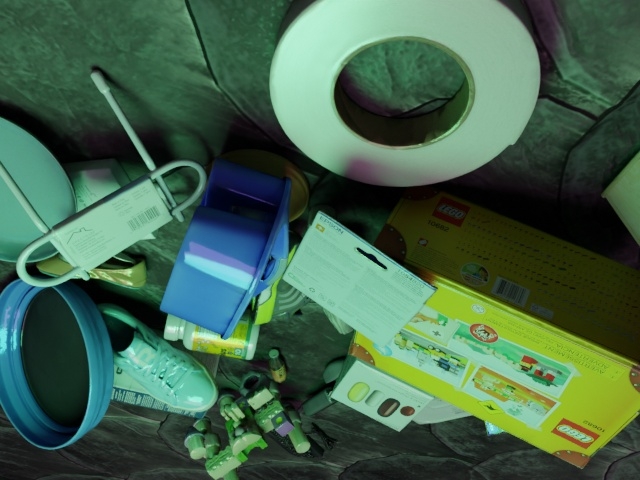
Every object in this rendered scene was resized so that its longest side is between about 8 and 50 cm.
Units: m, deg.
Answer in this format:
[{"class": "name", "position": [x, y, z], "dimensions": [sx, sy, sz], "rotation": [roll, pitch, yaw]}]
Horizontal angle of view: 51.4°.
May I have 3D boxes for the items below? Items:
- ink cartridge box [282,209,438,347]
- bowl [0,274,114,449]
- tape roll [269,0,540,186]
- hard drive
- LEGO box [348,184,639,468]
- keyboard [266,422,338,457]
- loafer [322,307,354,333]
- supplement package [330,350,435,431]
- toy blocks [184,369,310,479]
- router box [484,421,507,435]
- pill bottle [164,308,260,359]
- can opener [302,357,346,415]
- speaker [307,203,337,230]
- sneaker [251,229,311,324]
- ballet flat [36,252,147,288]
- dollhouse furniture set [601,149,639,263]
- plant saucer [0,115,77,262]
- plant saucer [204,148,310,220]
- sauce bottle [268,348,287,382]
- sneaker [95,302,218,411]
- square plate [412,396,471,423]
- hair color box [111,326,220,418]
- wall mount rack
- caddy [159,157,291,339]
[{"class": "ink cartridge box", "position": [0.063, 0.059, 1.095], "dimensions": [0.223, 0.045, 0.224], "rotation": [35, 143, 3]}, {"class": "bowl", "position": [-0.612, 0.270, 1.508], "dimensions": [0.391, 0.391, 0.077], "rotation": [-25, 170, 33]}, {"class": "tape roll", "position": [0.121, -0.232, 0.980], "dimensions": [0.392, 0.072, 0.392], "rotation": [4, 141, 3]}, {"class": "hard drive", "position": [-0.500, -0.065, 1.298], "dimensions": [0.308, 0.040, 0.203], "rotation": [-4, 141, 13]}, {"class": "LEGO box", "position": [0.326, 0.159, 1.211], "dimensions": [0.500, 0.193, 0.372], "rotation": [24, 144, 13]}, {"class": "keyboard", "position": [-0.069, 0.631, 2.132], "dimensions": [0.202, 0.033, 0.317], "rotation": [-13, 139, 22]}, {"class": "loafer", "position": [0.051, 0.105, 1.385], "dimensions": [0.111, 0.112, 0.319], "rotation": [-30, 154, -7]}, {"class": "supplement package", "position": [0.159, 0.312, 1.565], "dimensions": [0.194, 0.149, 0.203], "rotation": [26, 140, 1]}, {"class": "toy blocks", "position": [-0.231, 0.476, 1.826], "dimensions": [0.289, 0.260, 0.309], "rotation": [-33, 128, -3]}, {"class": "router box", "position": [0.530, 0.360, 1.537], "dimensions": [0.243, 0.081, 0.309], "rotation": [-17, 173, 26]}, {"class": "pill bottle", "position": [-0.250, 0.204, 1.544], "dimensions": [0.209, 0.117, 0.117], "rotation": [11, 142, -7]}, {"class": "can opener", "position": [0.025, 0.393, 1.799], "dimensions": [0.076, 0.095, 0.283], "rotation": [-18, 163, -35]}, {"class": "speaker", "position": [0.000, 0.000, 1.236], "dimensions": [0.055, 0.136, 0.055], "rotation": [3, 142, 3]}, {"class": "sneaker", "position": [-0.069, 0.076, 1.388], "dimensions": [0.121, 0.111, 0.300], "rotation": [1, 147, -16]}, {"class": "ballet flat", "position": [-0.487, 0.046, 1.429], "dimensions": [0.232, 0.080, 0.073], "rotation": [10, 114, -9]}, {"class": "dollhouse furniture set", "position": [0.688, -0.077, 1.116], "dimensions": [0.356, 0.173, 0.303], "rotation": [-7, 147, -23]}, {"class": "plant saucer", "position": [-0.588, -0.099, 1.209], "dimensions": [0.318, 0.043, 0.317], "rotation": [5, 125, 7]}, {"class": "plant saucer", "position": [-0.119, -0.085, 1.225], "dimensions": [0.200, 0.037, 0.200], "rotation": [4, 141, 3]}, {"class": "sauce bottle", "position": [-0.114, 0.328, 1.743], "dimensions": [0.042, 0.042, 0.128], "rotation": [1, 144, 7]}, {"class": "sneaker", "position": [-0.400, 0.276, 1.526], "dimensions": [0.366, 0.135, 0.150], "rotation": [33, 173, 3]}, {"class": "square plate", "position": [0.316, 0.402, 1.774], "dimensions": [0.347, 0.049, 0.344], "rotation": [-23, 133, 32]}, {"class": "hair color box", "position": [-0.439, 0.317, 1.667], "dimensions": [0.347, 0.173, 0.105], "rotation": [16, 144, -12]}, {"class": "wall mount rack", "position": [-0.382, -0.091, 1.110], "dimensions": [0.350, 0.130, 0.304], "rotation": [-33, 144, -12]}, {"class": "caddy", "position": [-0.146, 0.023, 1.144], "dimensions": [0.179, 0.241, 0.341], "rotation": [20, 141, -10]}]
